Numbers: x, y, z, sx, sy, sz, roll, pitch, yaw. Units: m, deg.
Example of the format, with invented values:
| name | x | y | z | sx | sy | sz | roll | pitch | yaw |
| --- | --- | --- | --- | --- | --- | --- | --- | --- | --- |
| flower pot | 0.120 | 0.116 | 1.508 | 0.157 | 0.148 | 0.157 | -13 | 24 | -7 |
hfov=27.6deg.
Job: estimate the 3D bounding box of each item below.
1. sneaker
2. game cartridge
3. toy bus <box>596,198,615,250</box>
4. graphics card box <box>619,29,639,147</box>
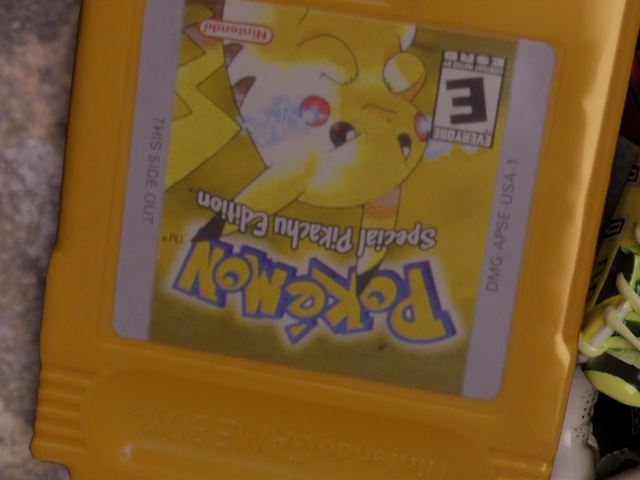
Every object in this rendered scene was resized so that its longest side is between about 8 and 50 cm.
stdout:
| name | x | y | z | sx | sy | sz | roll | pitch | yaw |
| --- | --- | --- | --- | --- | --- | --- | --- | --- | --- |
| sneaker | 0.217 | 0.019 | 0.707 | 0.147 | 0.145 | 0.385 | -38 | 144 | -41 |
| game cartridge | 0.000 | 0.000 | 0.686 | 0.285 | 0.053 | 0.324 | 9 | 99 | 7 |
| toy bus | 0.090 | 0.039 | 0.773 | 0.191 | 0.104 | 0.202 | -20 | 105 | -17 |
| graphics card box | 0.276 | -0.249 | 0.748 | 0.371 | 0.094 | 0.233 | -41 | 134 | -4 |
